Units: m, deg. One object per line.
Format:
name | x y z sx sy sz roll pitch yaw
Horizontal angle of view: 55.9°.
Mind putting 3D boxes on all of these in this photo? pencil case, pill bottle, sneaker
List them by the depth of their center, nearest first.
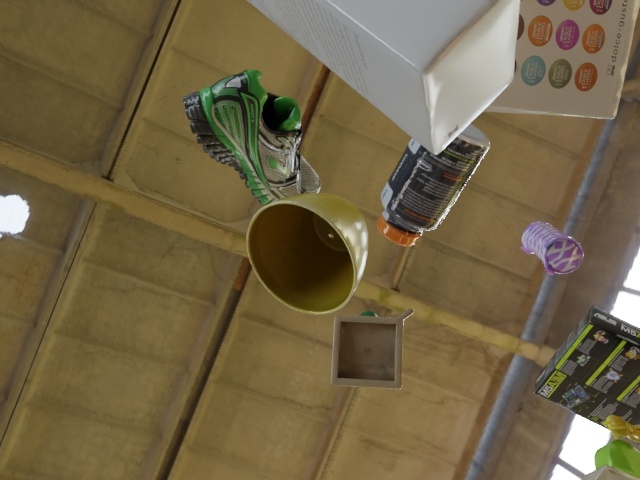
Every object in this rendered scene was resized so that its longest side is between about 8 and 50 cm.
sneaker | -0.077 -0.157 1.035 0.146 0.134 0.343 -23 -28 16
pill bottle | 0.196 -0.108 1.119 0.130 0.130 0.245 15 -59 -22
pencil case | 0.511 0.016 1.343 0.086 0.206 0.088 33 -77 -2

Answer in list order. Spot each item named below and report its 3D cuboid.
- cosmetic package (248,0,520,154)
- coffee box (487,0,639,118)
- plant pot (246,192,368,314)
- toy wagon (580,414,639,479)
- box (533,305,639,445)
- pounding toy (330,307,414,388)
cosmetic package | 0.039 -0.345 0.813 0.161 0.230 0.453 -45 -110 0
coffee box | 0.359 -0.425 1.183 0.334 0.338 0.337 1 -76 -20
plant pot | 0.000 0.000 0.666 0.095 0.134 0.134 -42 -65 -49
toy wagon | 0.394 0.378 0.716 0.267 0.344 0.068 25 -52 -16
box | 0.454 0.211 0.922 0.184 0.190 0.045 27 -137 13
pounding toy | 0.089 0.172 0.996 0.130 0.100 0.141 2 -105 7
